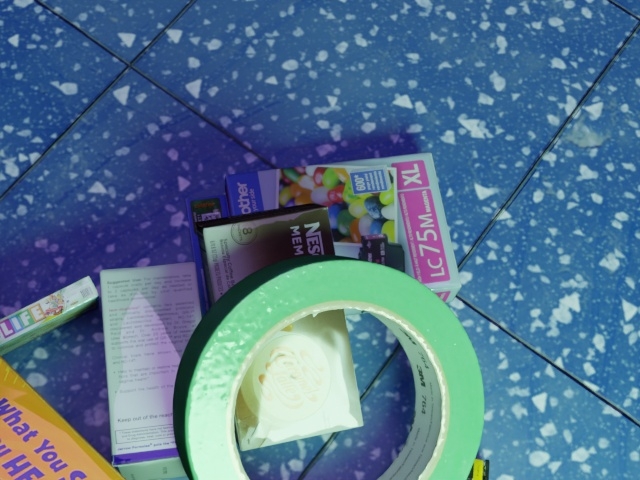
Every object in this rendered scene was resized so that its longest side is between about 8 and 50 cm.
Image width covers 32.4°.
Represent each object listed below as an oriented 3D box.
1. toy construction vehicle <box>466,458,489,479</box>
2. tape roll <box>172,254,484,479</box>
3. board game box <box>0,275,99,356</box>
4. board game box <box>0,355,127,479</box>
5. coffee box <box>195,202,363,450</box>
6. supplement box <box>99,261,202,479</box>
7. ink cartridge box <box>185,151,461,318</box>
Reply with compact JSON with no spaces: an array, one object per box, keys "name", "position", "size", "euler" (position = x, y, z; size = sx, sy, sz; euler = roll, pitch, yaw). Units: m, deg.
[{"name":"toy construction vehicle","position":[0.146,0.292,1.243],"size":[0.086,0.035,0.098],"euler":[9,62,-6]},{"name":"tape roll","position":[0.011,0.176,1.143],"size":[0.321,0.077,0.321],"euler":[-1,93,-17]},{"name":"board game box","position":[-0.325,0.093,1.242],"size":[0.154,0.103,0.026],"euler":[-27,86,-15]},{"name":"board game box","position":[-0.350,0.325,1.008],"size":[0.356,0.356,0.356],"euler":[41,70,11]},{"name":"coffee box","position":[-0.047,0.091,1.219],"size":[0.141,0.098,0.246],"euler":[-10,96,-10]},{"name":"supplement box","position":[-0.183,0.148,1.229],"size":[0.114,0.111,0.220],"euler":[-6,69,-8]},{"name":"ink cartridge box","position":[0.000,0.000,1.336],"size":[0.311,0.065,0.185],"euler":[-8,68,-6]}]
